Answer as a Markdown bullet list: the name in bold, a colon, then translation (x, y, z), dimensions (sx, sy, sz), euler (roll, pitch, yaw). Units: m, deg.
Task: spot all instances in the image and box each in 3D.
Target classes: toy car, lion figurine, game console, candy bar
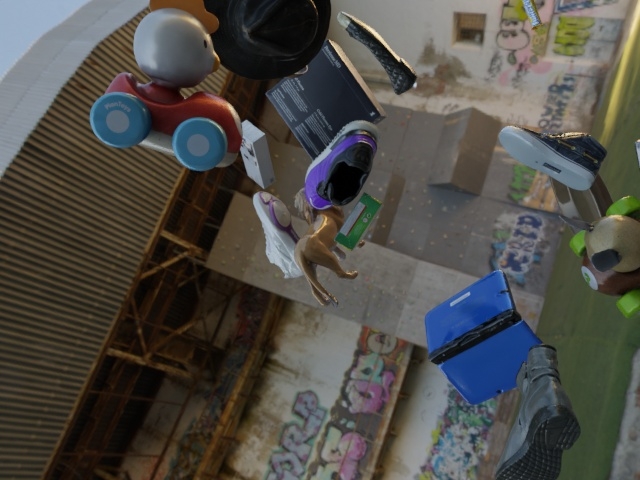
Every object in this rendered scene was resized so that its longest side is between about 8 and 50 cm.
- **toy car**: translation (0.433, 0.017, 0.719), dimensions (0.188, 0.155, 0.149), euler (8, -45, -32)
- **lion figurine**: translation (0.000, 0.000, 1.358), dimensions (0.240, 0.142, 0.392), euler (48, -156, -18)
- **toy car**: translation (-0.201, -0.246, 0.715), dimensions (0.219, 0.210, 0.238), euler (-113, 40, -73)
- **game console**: translation (0.462, 0.273, 1.345), dimensions (0.293, 0.173, 0.250), euler (-41, 27, 34)
- **candy bar**: translation (0.667, -0.750, 1.529), dimensions (0.018, 0.040, 0.161), euler (-26, -84, -42)

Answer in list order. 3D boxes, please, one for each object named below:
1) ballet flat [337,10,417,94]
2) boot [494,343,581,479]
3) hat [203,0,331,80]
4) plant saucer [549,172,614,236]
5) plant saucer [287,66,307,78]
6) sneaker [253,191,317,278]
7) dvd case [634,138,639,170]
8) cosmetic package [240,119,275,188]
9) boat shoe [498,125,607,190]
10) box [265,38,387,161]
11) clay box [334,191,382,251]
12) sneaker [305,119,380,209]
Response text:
- **ballet flat**: translation (0.091, -0.312, 0.800), dimensions (0.049, 0.173, 0.057), euler (-41, 18, 30)
- **boot**: translation (0.366, 0.308, 0.827), dimensions (0.161, 0.083, 0.246), euler (-71, -8, -54)
- **hat**: translation (-0.108, -0.504, 1.119), dimensions (0.331, 0.134, 0.331), euler (-14, -47, -16)
- **plant saucer**: translation (0.567, -0.082, 1.033), dimensions (0.278, 0.041, 0.278), euler (59, -164, -29)
- **plant saucer**: translation (-0.119, -0.499, 1.336), dimensions (0.168, 0.168, 0.029), euler (-44, -13, -51)
- **sneaker**: translation (-0.140, -0.007, 1.512), dimensions (0.305, 0.152, 0.114), euler (59, -147, -9)
- **dvd case**: translation (0.633, -0.067, 0.771), dimensions (0.029, 0.179, 0.239), euler (-36, -70, -44)
- **cosmetic package**: translation (-0.222, -0.288, 1.638), dimensions (0.060, 0.099, 0.239), euler (-39, -27, -18)
- **boat shoe**: translation (0.419, -0.170, 0.868), dimensions (0.083, 0.183, 0.065), euler (-54, -8, -15)
- **box**: translation (0.028, -0.523, 1.848), dimensions (0.343, 0.312, 0.179), euler (55, -158, -3)
- **clay box**: translation (0.097, -0.045, 1.148), dimensions (0.127, 0.053, 0.222), euler (-58, -5, 6)
- **sneaker**: translation (0.031, -0.129, 1.082), dimensions (0.293, 0.102, 0.146), euler (129, 154, -54)
